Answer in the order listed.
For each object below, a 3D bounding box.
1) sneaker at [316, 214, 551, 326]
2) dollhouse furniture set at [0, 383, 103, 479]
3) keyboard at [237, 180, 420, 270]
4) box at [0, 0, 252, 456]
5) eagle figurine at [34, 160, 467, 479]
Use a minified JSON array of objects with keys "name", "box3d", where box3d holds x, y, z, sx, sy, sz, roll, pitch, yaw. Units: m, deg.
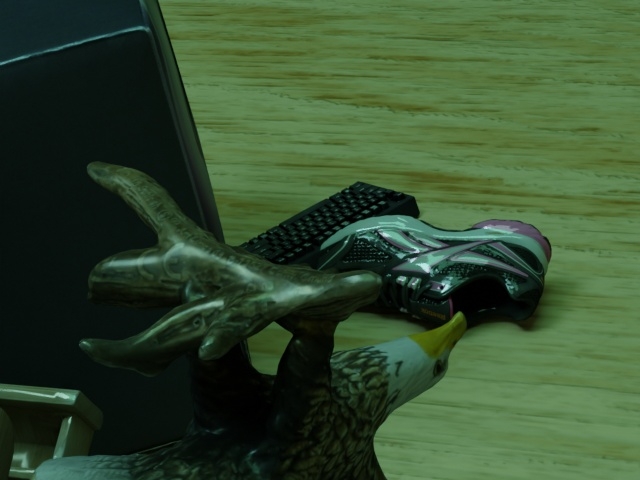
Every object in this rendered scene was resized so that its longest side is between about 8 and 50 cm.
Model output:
[{"name":"sneaker","box3d":[0.079,0.028,1.118,0.178,0.072,0.077,-6,40,13]},{"name":"dollhouse furniture set","box3d":[-0.224,0.120,0.798,0.212,0.242,0.161,3,64,17]},{"name":"keyboard","box3d":[0.000,0.000,1.229,0.180,0.023,0.108,-30,37,-33]},{"name":"box","box3d":[-0.172,-0.046,1.061,0.182,0.296,0.294,-15,31,-2]},{"name":"eagle figurine","box3d":[-0.002,0.120,0.771,0.225,0.298,0.226,-13,38,2]}]
